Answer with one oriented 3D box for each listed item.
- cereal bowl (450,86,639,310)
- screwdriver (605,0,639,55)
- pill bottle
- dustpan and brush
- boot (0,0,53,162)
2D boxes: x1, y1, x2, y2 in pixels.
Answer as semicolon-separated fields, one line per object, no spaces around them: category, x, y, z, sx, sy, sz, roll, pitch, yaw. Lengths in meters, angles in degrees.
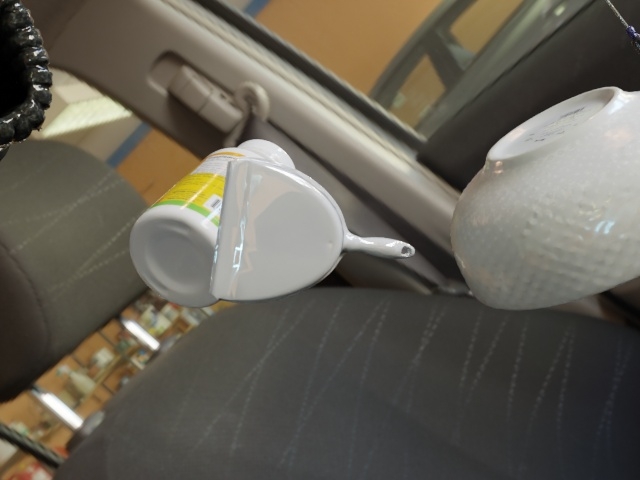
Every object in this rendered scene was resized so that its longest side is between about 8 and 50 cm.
cereal bowl;0.288;-0.070;0.937;0.339;0.141;0.339;-31;11;7
screwdriver;0.453;-0.330;1.252;0.024;0.170;0.025;-38;-8;32
pill bottle;-0.122;-0.034;1.063;0.136;0.136;0.245;-45;5;37
dustpan and brush;0.000;0.000;0.859;0.060;0.211;0.147;-146;64;-82
boot;-0.376;-0.204;0.707;0.131;0.348;0.260;-50;15;-21
